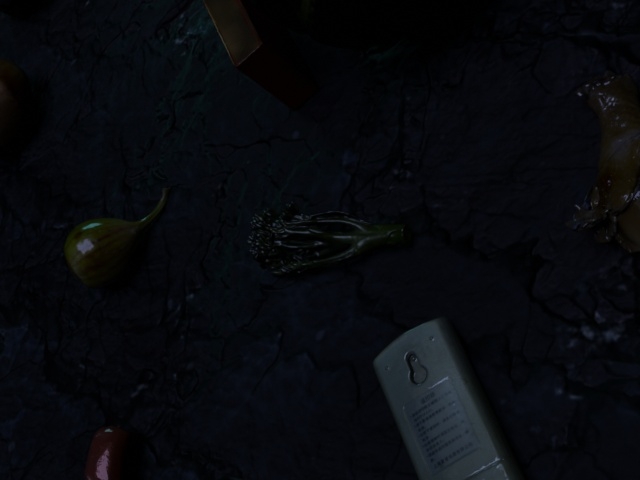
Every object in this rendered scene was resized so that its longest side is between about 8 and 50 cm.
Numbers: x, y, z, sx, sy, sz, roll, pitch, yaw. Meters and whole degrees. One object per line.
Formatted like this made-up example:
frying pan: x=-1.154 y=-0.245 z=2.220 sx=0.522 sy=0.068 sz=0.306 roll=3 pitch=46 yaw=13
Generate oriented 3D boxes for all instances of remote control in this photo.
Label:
remote control: x=0.128 y=0.191 z=1.006 sx=0.098 sy=0.038 sz=0.233 roll=-36 pitch=54 yaw=20

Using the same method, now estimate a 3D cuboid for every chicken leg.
chicken leg: x=0.294 y=-0.081 z=0.966 sx=0.125 sy=0.080 sz=0.196 roll=-14 pitch=63 yaw=46

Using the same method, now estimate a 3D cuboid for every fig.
fig: x=-0.270 y=-0.010 z=1.349 sx=0.166 sy=0.093 sz=0.093 roll=-44 pitch=52 yaw=14

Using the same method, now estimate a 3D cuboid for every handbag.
handbag: x=-0.084 y=-0.264 z=1.285 sx=0.063 sy=0.127 sz=0.190 roll=-37 pitch=55 yaw=17

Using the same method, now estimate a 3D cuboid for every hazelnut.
hazelnut: x=-0.515 y=-0.212 z=1.594 sx=0.150 sy=0.150 sz=0.150 roll=-14 pitch=65 yaw=32

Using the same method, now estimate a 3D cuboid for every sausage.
sausage: x=-0.256 y=0.274 z=1.245 sx=0.054 sy=0.059 sz=0.094 roll=0 pitch=69 yaw=14

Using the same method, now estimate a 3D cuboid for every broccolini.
broccolini: x=0.011 y=0.002 z=1.171 sx=0.202 sy=0.068 sz=0.091 roll=2 pitch=86 yaw=21

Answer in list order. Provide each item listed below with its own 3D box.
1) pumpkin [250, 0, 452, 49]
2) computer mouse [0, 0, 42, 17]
pumpkin: x=0.030 y=-0.376 z=1.134 sx=0.323 sy=0.241 sz=0.323 roll=0 pitch=80 yaw=1
computer mouse: x=-0.491 y=-0.535 z=1.704 sx=0.183 sy=0.116 sz=0.323 roll=4 pitch=76 yaw=43
